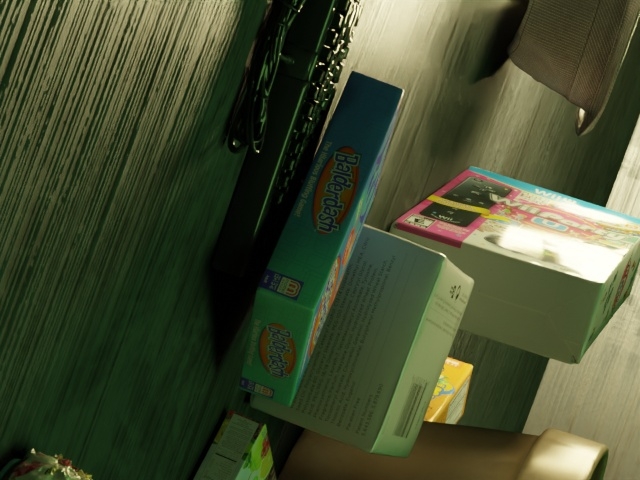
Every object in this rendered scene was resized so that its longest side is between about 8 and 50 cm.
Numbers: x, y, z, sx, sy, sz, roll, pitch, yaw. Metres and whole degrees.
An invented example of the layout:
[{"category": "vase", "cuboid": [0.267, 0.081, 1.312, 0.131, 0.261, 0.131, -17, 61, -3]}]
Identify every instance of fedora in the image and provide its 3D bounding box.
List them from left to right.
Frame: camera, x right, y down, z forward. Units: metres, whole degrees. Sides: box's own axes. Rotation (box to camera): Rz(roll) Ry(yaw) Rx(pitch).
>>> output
[{"category": "fedora", "cuboid": [0.286, -0.248, 1.985, 0.275, 0.124, 0.244, -56, 164, -68]}]

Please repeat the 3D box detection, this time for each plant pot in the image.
[{"category": "plant pot", "cuboid": [0.099, 0.301, 1.738, 0.323, 0.280, 0.323, 21, 90, -75]}]

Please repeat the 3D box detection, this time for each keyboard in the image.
[{"category": "keyboard", "cuboid": [-0.010, -0.125, 1.268, 0.201, 0.033, 0.317, -3, 112, -74]}]

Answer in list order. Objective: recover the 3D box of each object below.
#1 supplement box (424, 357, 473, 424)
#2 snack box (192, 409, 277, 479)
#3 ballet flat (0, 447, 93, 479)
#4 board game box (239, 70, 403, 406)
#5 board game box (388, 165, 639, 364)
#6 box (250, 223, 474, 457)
[{"category": "supplement box", "cuboid": [0.102, 0.208, 2.034, 0.233, 0.078, 0.080, -42, 146, -62]}, {"category": "snack box", "cuboid": [-0.076, 0.215, 1.471, 0.100, 0.037, 0.141, -61, 164, -24]}, {"category": "ballet flat", "cuboid": [-0.152, 0.210, 1.110, 0.241, 0.077, 0.091, 83, 30, -62]}, {"category": "board game box", "cuboid": [0.000, 0.000, 1.358, 0.160, 0.047, 0.210, 104, 8, -59]}, {"category": "board game box", "cuboid": [0.210, 0.020, 1.883, 0.303, 0.224, 0.098, -32, 137, -68]}, {"category": "box", "cuboid": [0.040, 0.087, 1.556, 0.181, 0.119, 0.182, 32, 78, -75]}]
